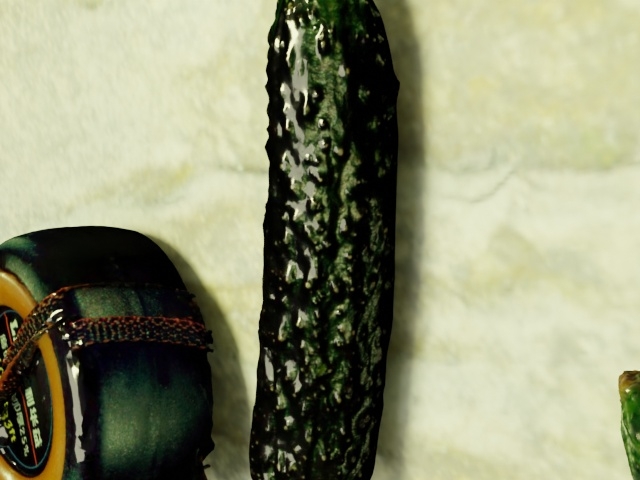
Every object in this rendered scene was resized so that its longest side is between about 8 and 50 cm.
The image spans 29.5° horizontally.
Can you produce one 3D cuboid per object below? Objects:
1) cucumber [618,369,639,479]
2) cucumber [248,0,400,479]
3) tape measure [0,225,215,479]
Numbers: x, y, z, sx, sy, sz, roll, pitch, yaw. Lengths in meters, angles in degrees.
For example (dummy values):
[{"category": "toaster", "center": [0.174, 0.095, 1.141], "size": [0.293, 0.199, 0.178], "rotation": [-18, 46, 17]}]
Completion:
[{"category": "cucumber", "center": [0.193, 0.171, 0.436], "size": [0.294, 0.067, 0.067], "rotation": [62, 143, 14]}, {"category": "cucumber", "center": [0.001, 0.001, 0.598], "size": [0.072, 0.072, 0.300], "rotation": [30, 128, 42]}, {"category": "tape measure", "center": [-0.155, 0.094, 0.796], "size": [0.223, 0.135, 0.202], "rotation": [-32, 70, 51]}]
